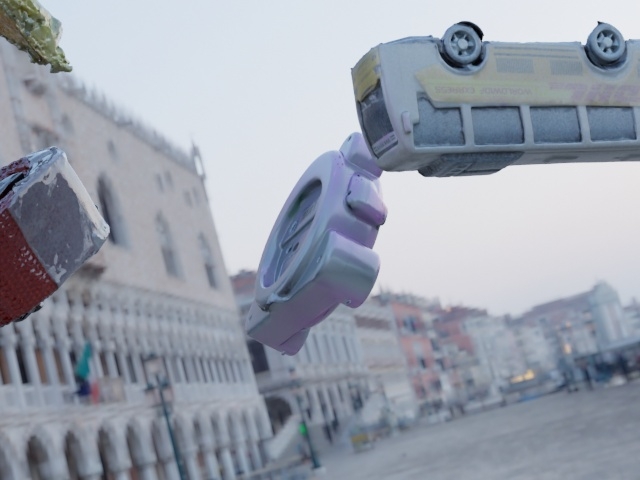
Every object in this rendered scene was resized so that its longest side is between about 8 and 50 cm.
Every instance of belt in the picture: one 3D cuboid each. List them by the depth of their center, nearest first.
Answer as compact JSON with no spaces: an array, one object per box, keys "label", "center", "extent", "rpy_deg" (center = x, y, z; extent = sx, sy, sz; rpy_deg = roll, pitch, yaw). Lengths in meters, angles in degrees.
[{"label":"belt","center":[-0.293,0.005,1.101],"extent":[0.128,0.124,0.201],"rpy_deg":[-11,28,33]}]

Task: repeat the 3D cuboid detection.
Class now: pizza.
[{"label":"pizza","center":[-0.439,-0.337,1.547],"extent":[0.075,0.288,0.280],"rpy_deg":[-48,12,-15]}]

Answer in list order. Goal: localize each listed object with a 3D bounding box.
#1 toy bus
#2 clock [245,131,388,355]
[{"label":"toy bus","center":[0.204,-0.138,1.137],"extent":[0.342,0.138,0.097],"rpy_deg":[-4,-9,-19]},{"label":"clock","center":[0.000,0.000,1.420],"extent":[0.090,0.248,0.227],"rpy_deg":[28,-37,-17]}]
